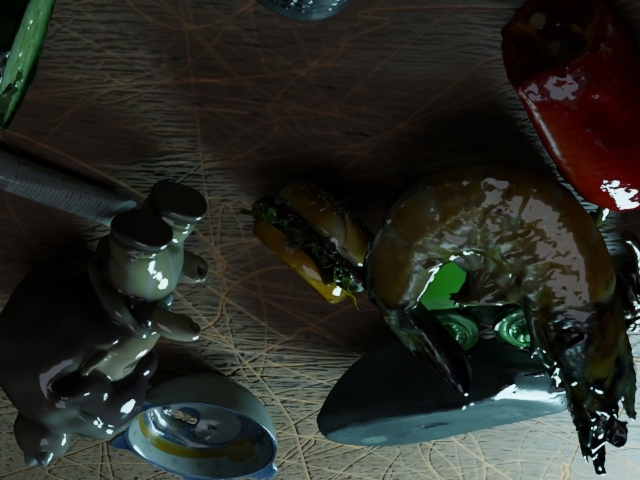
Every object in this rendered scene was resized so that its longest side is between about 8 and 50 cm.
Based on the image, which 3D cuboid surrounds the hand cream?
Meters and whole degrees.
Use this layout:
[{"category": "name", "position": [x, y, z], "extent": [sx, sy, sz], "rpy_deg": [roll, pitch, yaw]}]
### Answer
[{"category": "hand cream", "position": [-0.308, -0.062, 1.995], "extent": [0.194, 0.042, 0.067], "rpy_deg": [20, 140, -28]}]

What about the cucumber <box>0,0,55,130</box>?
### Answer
[{"category": "cucumber", "position": [-0.327, -0.211, 1.688], "extent": [0.130, 0.191, 0.191], "rpy_deg": [11, 143, -9]}]

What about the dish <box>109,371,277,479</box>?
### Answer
[{"category": "dish", "position": [-0.164, 0.234, 2.321], "extent": [0.227, 0.086, 0.236], "rpy_deg": [-11, 140, 22]}]

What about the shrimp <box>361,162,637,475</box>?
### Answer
[{"category": "shrimp", "position": [0.208, 0.102, 1.906], "extent": [0.272, 0.085, 0.445], "rpy_deg": [-15, 124, 22]}]

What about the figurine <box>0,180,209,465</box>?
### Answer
[{"category": "figurine", "position": [-0.257, 0.086, 2.039], "extent": [0.203, 0.248, 0.380], "rpy_deg": [25, 131, -16]}]

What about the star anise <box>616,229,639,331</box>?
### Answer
[{"category": "star anise", "position": [0.375, 0.055, 2.019], "extent": [0.234, 0.073, 0.177], "rpy_deg": [22, 146, -30]}]

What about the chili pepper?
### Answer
[{"category": "chili pepper", "position": [0.297, -0.100, 1.783], "extent": [0.131, 0.135, 0.338], "rpy_deg": [-20, 136, 13]}]

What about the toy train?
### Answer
[{"category": "toy train", "position": [0.180, 0.033, 1.980], "extent": [0.243, 0.132, 0.188], "rpy_deg": [-7, 136, 13]}]

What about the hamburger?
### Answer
[{"category": "hamburger", "position": [-0.001, -0.001, 1.957], "extent": [0.164, 0.093, 0.189], "rpy_deg": [41, 176, 11]}]

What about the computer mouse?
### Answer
[{"category": "computer mouse", "position": [0.156, 0.174, 2.149], "extent": [0.371, 0.122, 0.188], "rpy_deg": [-13, 163, 37]}]

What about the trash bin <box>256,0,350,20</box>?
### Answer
[{"category": "trash bin", "position": [-0.006, -0.284, 1.571], "extent": [0.175, 0.175, 0.161], "rpy_deg": [14, 152, -11]}]
